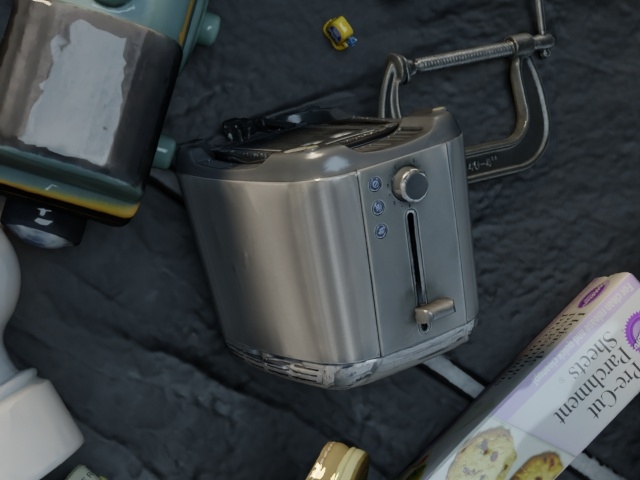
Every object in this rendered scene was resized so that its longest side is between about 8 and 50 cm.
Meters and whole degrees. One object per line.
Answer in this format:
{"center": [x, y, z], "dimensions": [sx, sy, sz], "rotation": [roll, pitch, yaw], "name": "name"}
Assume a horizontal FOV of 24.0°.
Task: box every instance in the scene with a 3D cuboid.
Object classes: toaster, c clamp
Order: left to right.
{"center": [0.000, 0.000, 0.916], "dimensions": [0.129, 0.227, 0.146], "rotation": [-18, 104, -31], "name": "toaster"}
{"center": [0.100, -0.106, 1.023], "dimensions": [0.161, 0.022, 0.137], "rotation": [-20, 100, -28], "name": "c clamp"}

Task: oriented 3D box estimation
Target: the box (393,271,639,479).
{"center": [0.105, 0.152, 0.987], "dimensions": [0.324, 0.063, 0.067], "rotation": [-42, 94, -13], "name": "box"}

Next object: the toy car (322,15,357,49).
{"center": [0.010, -0.088, 1.004], "dimensions": [0.060, 0.040, 0.122], "rotation": [-20, 89, -13], "name": "toy car"}

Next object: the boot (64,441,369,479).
{"center": [-0.081, 0.179, 0.901], "dimensions": [0.165, 0.077, 0.213], "rotation": [34, 103, 13], "name": "boot"}

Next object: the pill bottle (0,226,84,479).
{"center": [-0.315, -0.009, 0.830], "dimensions": [0.229, 0.229, 0.407], "rotation": [-34, 92, -13], "name": "pill bottle"}

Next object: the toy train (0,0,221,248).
{"center": [-0.122, -0.159, 0.906], "dimensions": [0.142, 0.190, 0.334], "rotation": [18, 81, -10], "name": "toy train"}
